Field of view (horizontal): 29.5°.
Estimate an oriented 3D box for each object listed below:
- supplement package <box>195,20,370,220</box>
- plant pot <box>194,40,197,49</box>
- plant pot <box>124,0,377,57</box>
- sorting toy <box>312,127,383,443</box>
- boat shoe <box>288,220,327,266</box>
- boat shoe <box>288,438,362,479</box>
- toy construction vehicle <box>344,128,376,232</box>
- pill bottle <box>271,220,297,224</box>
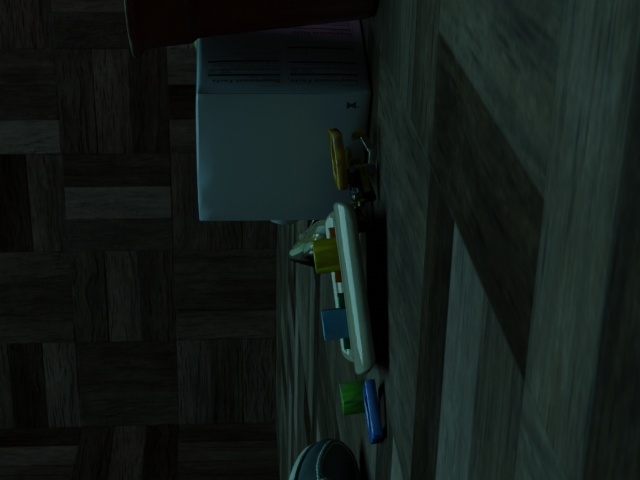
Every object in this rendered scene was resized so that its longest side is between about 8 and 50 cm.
[{"bbox_3d":[-0.054,-0.183,1.497,0.263,0.198,0.199,-96,7,-46],"label":"supplement package"},{"bbox_3d":[-0.098,-0.338,1.904,0.276,0.276,0.254,-147,45,-85],"label":"plant pot"},{"bbox_3d":[-0.075,-0.338,1.312,0.272,0.265,0.273,178,90,-85],"label":"plant pot"},{"bbox_3d":[0.018,0.051,1.338,0.196,0.047,0.348,147,115,-86],"label":"sorting toy"},{"bbox_3d":[0.000,0.000,1.788,0.190,0.068,0.072,162,120,-75],"label":"boat shoe"},{"bbox_3d":[0.030,0.332,1.388,0.099,0.116,0.319,-40,21,23],"label":"boat shoe"},{"bbox_3d":[0.046,-0.064,1.344,0.086,0.035,0.098,93,169,-72],"label":"toy construction vehicle"},{"bbox_3d":[-0.059,-0.115,2.102,0.208,0.117,0.118,97,171,-62],"label":"pill bottle"}]
